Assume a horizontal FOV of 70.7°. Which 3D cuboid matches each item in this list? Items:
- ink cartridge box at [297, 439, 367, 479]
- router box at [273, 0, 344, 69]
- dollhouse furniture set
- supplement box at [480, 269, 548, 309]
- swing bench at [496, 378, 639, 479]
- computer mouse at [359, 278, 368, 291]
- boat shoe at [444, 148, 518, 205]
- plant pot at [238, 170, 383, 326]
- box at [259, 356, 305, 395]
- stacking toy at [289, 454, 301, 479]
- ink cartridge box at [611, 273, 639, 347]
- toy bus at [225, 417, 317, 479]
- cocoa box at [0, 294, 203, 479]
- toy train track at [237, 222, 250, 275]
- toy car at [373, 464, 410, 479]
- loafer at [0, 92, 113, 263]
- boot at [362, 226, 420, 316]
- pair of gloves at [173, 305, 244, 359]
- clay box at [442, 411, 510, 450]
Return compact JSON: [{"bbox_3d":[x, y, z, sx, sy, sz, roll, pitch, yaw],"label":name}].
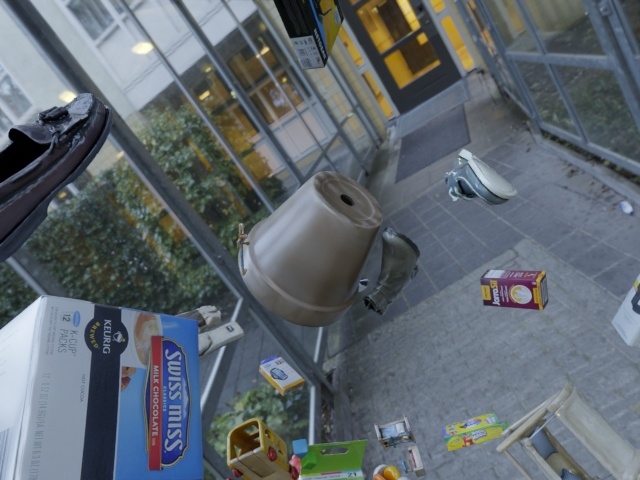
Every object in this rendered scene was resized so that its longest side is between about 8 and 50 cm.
[{"bbox_3d":[0.036,0.678,1.241,0.188,0.255,0.097,0,28,-11],"label":"ink cartridge box"},{"bbox_3d":[-0.023,-0.386,0.708,0.046,0.179,0.133,4,61,24],"label":"router box"},{"bbox_3d":[0.295,0.772,1.676,0.129,0.129,0.184,-20,42,6],"label":"dollhouse furniture set"},{"bbox_3d":[0.629,0.158,1.467,0.188,0.104,0.080,-1,17,40],"label":"supplement box"},{"bbox_3d":[0.648,0.549,1.168,0.255,0.253,0.165,-48,-23,15],"label":"swing bench"},{"bbox_3d":[0.124,0.175,1.676,0.106,0.042,0.193,-17,-8,33],"label":"computer mouse"},{"bbox_3d":[0.332,-0.118,0.975,0.099,0.116,0.319,-54,5,21],"label":"boat shoe"},{"bbox_3d":[0.000,0.000,1.093,0.280,0.323,0.323,-55,2,35],"label":"plant pot"},{"bbox_3d":[-0.121,0.404,1.361,0.081,0.028,0.136,-11,31,-43],"label":"box"},{"bbox_3d":[-0.088,0.920,1.563,0.130,0.279,0.309,21,65,33],"label":"stacking toy"},{"bbox_3d":[0.651,0.116,0.831,0.127,0.175,0.072,8,30,-1],"label":"ink cartridge box"},{"bbox_3d":[-0.122,0.485,1.015,0.104,0.190,0.202,-108,34,-54],"label":"toy bus"},{"bbox_3d":[-0.362,0.256,0.645,0.347,0.228,0.232,-29,57,32],"label":"cocoa box"},{"bbox_3d":[-0.115,0.015,0.684,0.014,0.083,0.048,2,22,0],"label":"toy train track"},{"bbox_3d":[0.219,0.837,1.465,0.136,0.182,0.159,-10,1,-29],"label":"toy car"},{"bbox_3d":[-0.392,-0.110,0.612,0.109,0.095,0.303,2,55,24],"label":"loafer"},{"bbox_3d":[0.159,0.087,1.063,0.083,0.246,0.161,31,73,30],"label":"boot"},{"bbox_3d":[-0.300,0.217,1.015,0.204,0.042,0.240,-19,19,-31],"label":"pair of gloves"},{"bbox_3d":[0.539,0.655,1.561,0.222,0.053,0.127,-21,-10,9],"label":"clay box"}]
